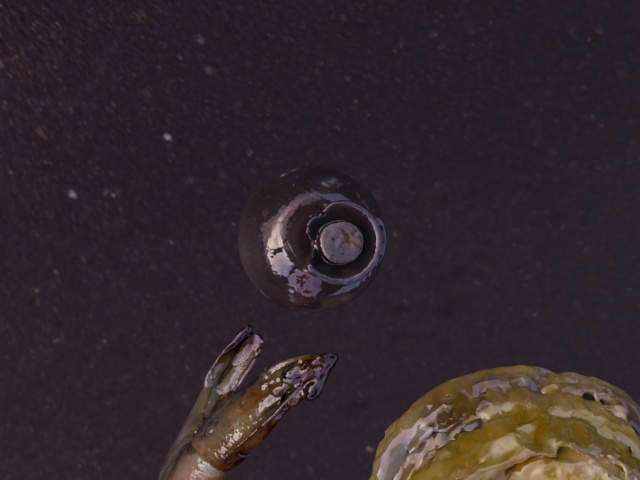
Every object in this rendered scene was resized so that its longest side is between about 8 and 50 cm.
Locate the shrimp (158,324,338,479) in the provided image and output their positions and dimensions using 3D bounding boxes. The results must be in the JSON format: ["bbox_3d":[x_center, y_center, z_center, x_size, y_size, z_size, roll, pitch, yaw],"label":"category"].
[{"bbox_3d":[-0.047,0.096,0.665,0.035,0.148,0.195,39,122,-11],"label":"shrimp"}]

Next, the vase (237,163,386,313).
[{"bbox_3d":[0.000,0.000,0.751,0.120,0.183,0.120,0,92,-9],"label":"vase"}]

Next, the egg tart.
[{"bbox_3d":[0.158,0.229,0.728,0.279,0.095,0.278,0,90,-1],"label":"egg tart"}]
